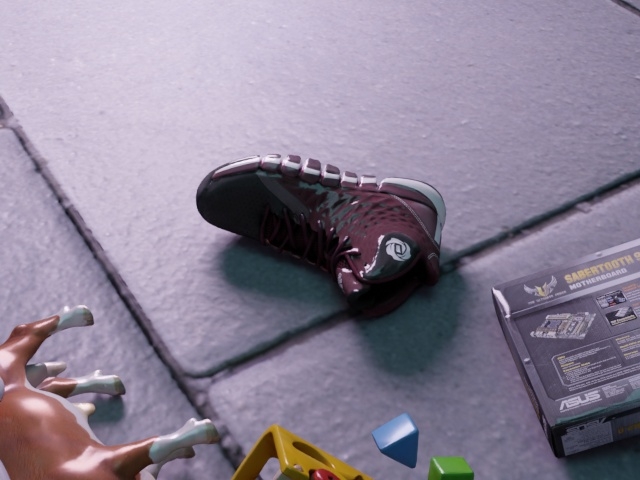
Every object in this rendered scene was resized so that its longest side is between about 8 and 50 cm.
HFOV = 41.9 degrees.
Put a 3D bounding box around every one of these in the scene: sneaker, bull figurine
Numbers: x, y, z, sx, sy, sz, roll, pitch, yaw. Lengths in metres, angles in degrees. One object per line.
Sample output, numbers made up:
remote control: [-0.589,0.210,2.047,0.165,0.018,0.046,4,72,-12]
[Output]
sneaker: [0.000,0.000,0.892,0.281,0.106,0.163,4,47,-1]
bull figurine: [-0.205,0.184,0.686,0.310,0.101,0.188,39,48,26]

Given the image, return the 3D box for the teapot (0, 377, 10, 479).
teapot: [-0.272,0.219,0.513,0.252,0.187,0.256,27,79,39]

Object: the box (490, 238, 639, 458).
box: [0.300,0.087,0.796,0.231,0.056,0.183,-19,40,5]

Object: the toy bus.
toy bus: [0.019,0.228,0.647,0.190,0.202,0.104,-12,15,-6]
